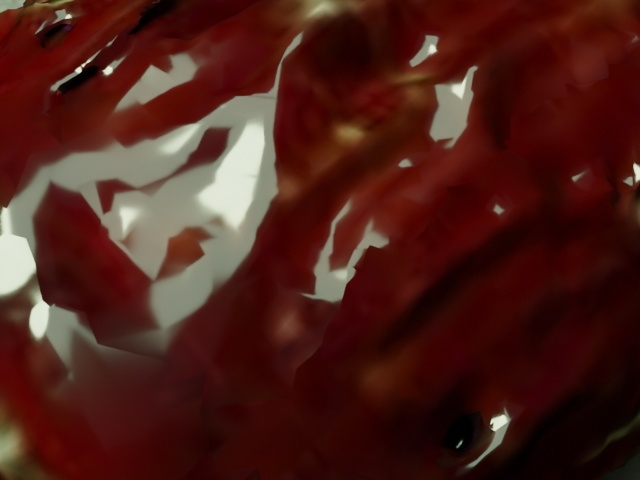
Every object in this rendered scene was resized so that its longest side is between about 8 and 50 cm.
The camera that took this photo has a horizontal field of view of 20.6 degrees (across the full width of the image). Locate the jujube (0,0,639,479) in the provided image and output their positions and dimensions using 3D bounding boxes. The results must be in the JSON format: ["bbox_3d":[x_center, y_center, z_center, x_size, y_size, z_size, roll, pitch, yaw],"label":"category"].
[{"bbox_3d":[0.000,0.000,0.613,0.377,0.258,0.258,-37,54,-17],"label":"jujube"}]
